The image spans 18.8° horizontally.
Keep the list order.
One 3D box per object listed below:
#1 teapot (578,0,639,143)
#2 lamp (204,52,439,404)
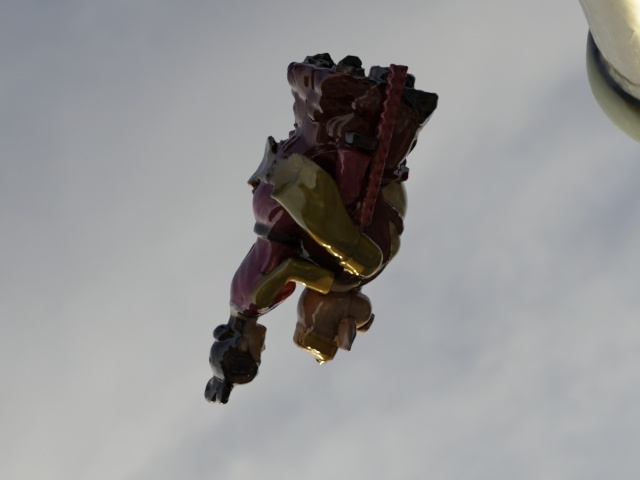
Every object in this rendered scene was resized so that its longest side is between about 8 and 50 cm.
[{"bbox_3d":[0.251,-0.239,1.215,0.270,0.200,0.337,-35,-39,0],"label":"teapot"},{"bbox_3d":[0.000,0.000,1.311,0.118,0.118,0.253,11,-86,-51],"label":"lamp"}]
